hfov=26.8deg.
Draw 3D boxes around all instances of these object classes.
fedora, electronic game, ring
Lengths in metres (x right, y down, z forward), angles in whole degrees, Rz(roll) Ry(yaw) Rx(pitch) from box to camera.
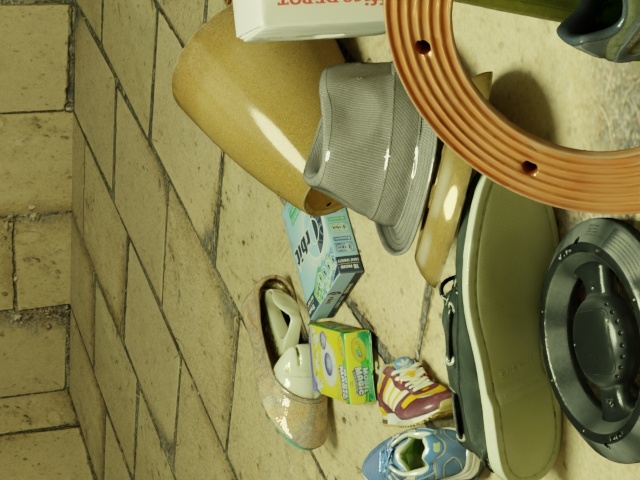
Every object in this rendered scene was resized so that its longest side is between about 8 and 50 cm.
[{"bbox_3d":[0.050,-0.119,1.573,0.275,0.124,0.244,-91,12,-53],"label":"fedora"},{"bbox_3d":[0.269,0.093,1.248,0.229,0.048,0.229,174,90,-71],"label":"electronic game"},{"bbox_3d":[0.211,-0.167,1.056,0.032,0.336,0.337,-58,-14,-46],"label":"ring"}]

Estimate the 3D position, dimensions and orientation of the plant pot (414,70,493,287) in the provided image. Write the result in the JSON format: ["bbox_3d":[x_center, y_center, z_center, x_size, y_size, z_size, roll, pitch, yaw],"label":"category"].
[{"bbox_3d":[0.137,-0.068,1.422,0.236,0.032,0.236,15,-90,-88],"label":"plant pot"}]

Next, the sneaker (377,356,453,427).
[{"bbox_3d":[0.112,0.185,1.665,0.185,0.069,0.084,155,103,-68],"label":"sneaker"}]

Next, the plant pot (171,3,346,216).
[{"bbox_3d":[-0.036,-0.163,1.802,0.254,0.237,0.237,55,148,25],"label":"plant pot"}]

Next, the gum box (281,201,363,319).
[{"bbox_3d":[0.000,0.000,1.957,0.157,0.041,0.184,121,138,-58],"label":"gum box"}]

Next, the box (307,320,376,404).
[{"bbox_3d":[0.033,0.175,1.918,0.179,0.043,0.105,-177,82,-68],"label":"box"}]

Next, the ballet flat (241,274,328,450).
[{"bbox_3d":[-0.051,0.174,2.065,0.106,0.107,0.316,-62,38,35],"label":"ballet flat"}]

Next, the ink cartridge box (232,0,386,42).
[{"bbox_3d":[-0.003,-0.391,1.623,0.117,0.207,0.283,-179,83,-71],"label":"ink cartridge box"}]

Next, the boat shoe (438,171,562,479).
[{"bbox_3d":[0.175,0.079,1.390,0.113,0.127,0.340,14,118,56],"label":"boat shoe"}]

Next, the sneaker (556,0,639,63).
[{"bbox_3d":[0.269,-0.265,1.049,0.111,0.121,0.300,-125,35,-52],"label":"sneaker"}]

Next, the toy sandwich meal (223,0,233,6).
[{"bbox_3d":[-0.167,-0.441,2.304,0.085,0.029,0.086,174,90,-70],"label":"toy sandwich meal"}]

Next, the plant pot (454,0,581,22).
[{"bbox_3d":[0.143,-0.344,1.219,0.276,0.276,0.254,-145,64,-64],"label":"plant pot"}]

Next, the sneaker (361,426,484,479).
[{"bbox_3d":[0.108,0.257,1.618,0.211,0.081,0.080,-28,55,53],"label":"sneaker"}]
